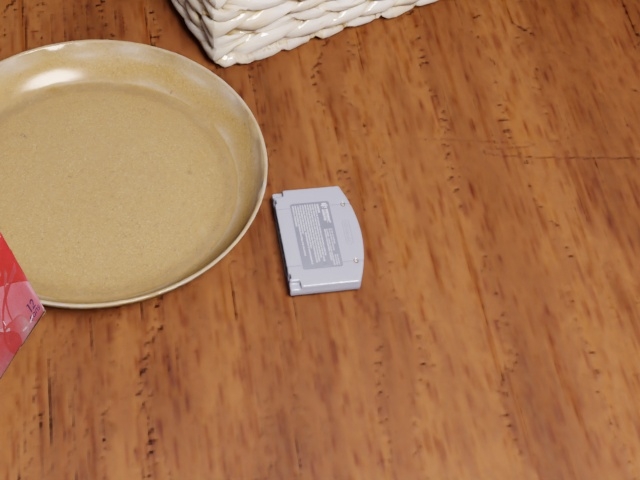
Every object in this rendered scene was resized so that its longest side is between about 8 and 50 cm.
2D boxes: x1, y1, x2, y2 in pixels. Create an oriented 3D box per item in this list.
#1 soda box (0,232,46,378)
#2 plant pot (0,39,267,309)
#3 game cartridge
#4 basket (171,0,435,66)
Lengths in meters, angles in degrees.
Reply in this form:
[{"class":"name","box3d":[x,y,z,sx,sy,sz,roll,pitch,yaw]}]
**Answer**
[{"class":"soda box","box3d":[-0.254,0.093,0.695,0.083,0.092,0.263,-5,37,24]},{"class":"plant pot","box3d":[-0.155,-0.044,0.885,0.236,0.032,0.236,3,53,-4]},{"class":"game cartridge","box3d":[0.000,0.000,0.875,0.056,0.017,0.083,-7,54,-6]},{"class":"basket","box3d":[0.002,-0.355,0.990,0.328,0.266,0.331,-19,56,-19]}]
